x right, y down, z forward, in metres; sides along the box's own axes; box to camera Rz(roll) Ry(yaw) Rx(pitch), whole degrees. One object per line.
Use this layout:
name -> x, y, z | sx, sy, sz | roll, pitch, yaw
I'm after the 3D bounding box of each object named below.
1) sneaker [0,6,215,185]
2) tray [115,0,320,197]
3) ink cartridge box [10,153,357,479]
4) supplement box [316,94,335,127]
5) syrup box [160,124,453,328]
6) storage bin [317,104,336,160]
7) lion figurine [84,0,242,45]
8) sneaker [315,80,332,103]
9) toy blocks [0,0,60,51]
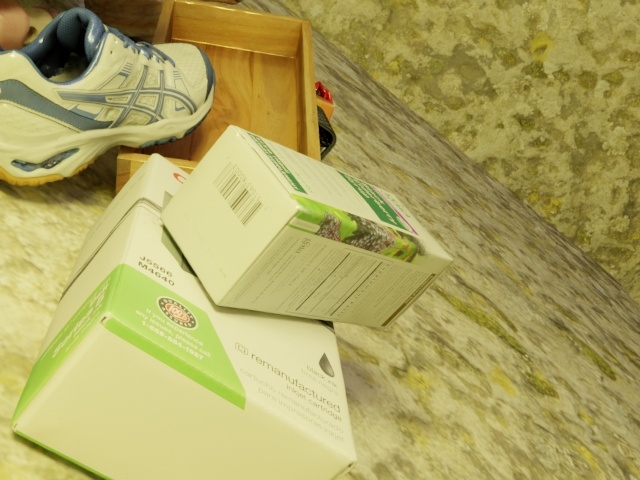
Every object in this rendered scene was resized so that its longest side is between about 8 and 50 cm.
sneaker -> -0.195, -0.157, 0.756 | 0.112, 0.130, 0.296 | 26, 36, 18
tray -> -0.111, -0.168, 0.963 | 0.203, 0.076, 0.410 | 7, 37, -8
ink cartridge box -> -0.094, 0.070, 0.622 | 0.198, 0.114, 0.272 | 35, 19, -20
supplement box -> -0.100, -0.226, 1.259 | 0.234, 0.080, 0.078 | 15, 15, -24
syrup box -> 0.000, 0.000, 0.634 | 0.237, 0.096, 0.093 | 15, 32, -54
storage bin -> -0.080, -0.173, 1.192 | 0.180, 0.122, 0.084 | 30, 21, -31
lion figurine -> -0.252, -0.387, 1.330 | 0.240, 0.142, 0.392 | -3, 13, -8
sneaker -> -0.043, -0.246, 1.425 | 0.087, 0.128, 0.221 | 22, 27, -47
toy blocks -> -0.300, -0.330, 0.857 | 0.309, 0.288, 0.260 | 41, 24, 5
